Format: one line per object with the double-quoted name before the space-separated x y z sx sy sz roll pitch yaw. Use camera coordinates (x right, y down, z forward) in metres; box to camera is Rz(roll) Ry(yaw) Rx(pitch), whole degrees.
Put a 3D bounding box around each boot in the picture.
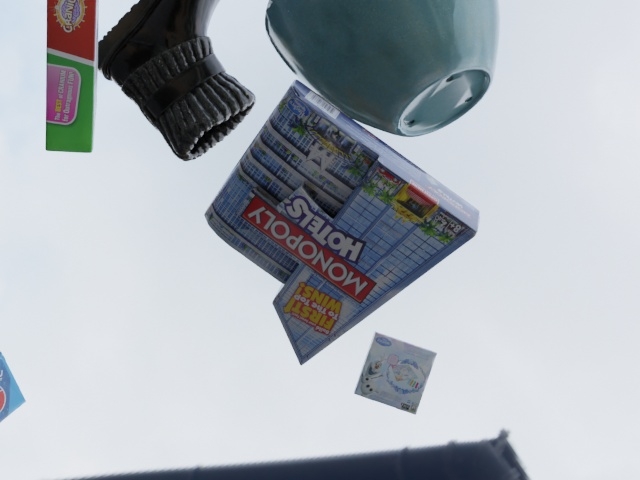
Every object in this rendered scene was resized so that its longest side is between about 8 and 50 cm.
"boot" -0.194 -0.331 1.799 0.260 0.131 0.348 42 -88 14

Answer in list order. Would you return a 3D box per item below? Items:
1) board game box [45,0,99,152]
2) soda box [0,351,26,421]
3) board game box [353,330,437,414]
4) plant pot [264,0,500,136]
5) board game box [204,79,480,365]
"board game box" -0.343 -0.308 1.468 0.242 0.064 0.317 -116 -150 -66
"soda box" -0.401 0.139 1.083 0.210 0.071 0.067 10 -51 39
"board game box" 0.102 0.180 1.432 0.090 0.020 0.090 19 -89 -2
"plant pot" 0.104 -0.242 1.278 0.290 0.290 0.195 -43 -115 35
"board game box" 0.000 0.000 0.896 0.194 0.060 0.194 35 -68 -3
